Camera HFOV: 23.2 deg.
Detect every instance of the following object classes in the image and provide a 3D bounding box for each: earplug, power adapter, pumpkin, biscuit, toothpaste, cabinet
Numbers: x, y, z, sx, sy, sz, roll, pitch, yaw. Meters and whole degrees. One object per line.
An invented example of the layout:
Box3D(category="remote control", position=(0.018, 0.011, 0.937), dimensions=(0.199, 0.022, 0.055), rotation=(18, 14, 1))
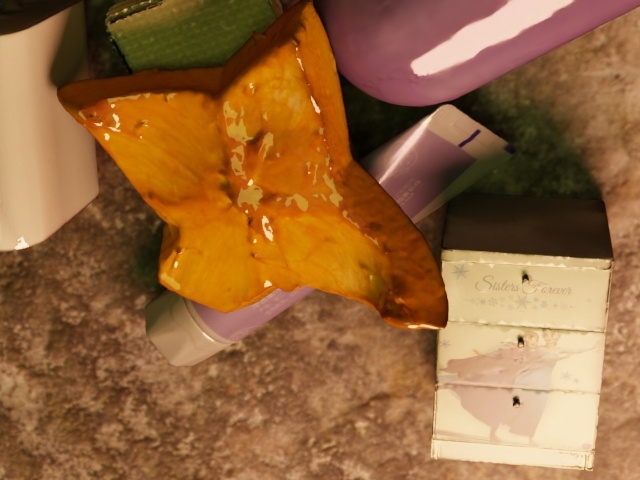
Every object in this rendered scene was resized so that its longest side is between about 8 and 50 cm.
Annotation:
Box3D(category="earplug", position=(0.197, -0.261, 1.238), dimensions=(0.456, 0.215, 0.215), rotation=(-30, 104, 19))
Box3D(category="power adapter", position=(-0.276, -0.137, 1.340), dimensions=(0.124, 0.187, 0.255), rotation=(4, 110, 13))
Box3D(category="pumpkin", position=(-0.053, -0.038, 1.303), dimensions=(0.258, 0.095, 0.290), rotation=(-16, 107, 28))
Box3D(category="biscuit", position=(-0.070, -0.126, 1.366), dimensions=(0.147, 0.046, 0.250), rotation=(-20, 123, 16))
Box3D(category="toothpaste", position=(0.000, 0.000, 1.399), dimensions=(0.371, 0.080, 0.125), rotation=(-32, 146, 25))
Box3D(category="cabinet", position=(0.177, 0.081, 1.391), dimensions=(0.145, 0.150, 0.206), rotation=(3, 111, 5))
